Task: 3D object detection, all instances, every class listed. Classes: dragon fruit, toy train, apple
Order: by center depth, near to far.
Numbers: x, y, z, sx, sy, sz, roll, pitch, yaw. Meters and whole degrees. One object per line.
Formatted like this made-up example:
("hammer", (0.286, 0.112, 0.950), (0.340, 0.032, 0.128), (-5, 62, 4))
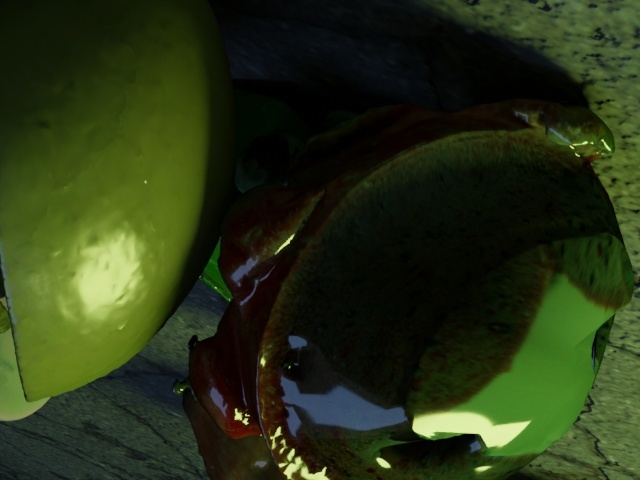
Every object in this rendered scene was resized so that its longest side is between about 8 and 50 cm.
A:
("apple", (-0.186, -0.053, 0.905), (0.292, 0.292, 0.254), (17, 143, 15))
("dragon fruit", (0.066, 0.041, 0.942), (0.295, 0.268, 0.130), (6, -167, -43))
("toy train", (0.000, 0.000, 1.097), (0.188, 0.132, 0.243), (16, 161, 40))

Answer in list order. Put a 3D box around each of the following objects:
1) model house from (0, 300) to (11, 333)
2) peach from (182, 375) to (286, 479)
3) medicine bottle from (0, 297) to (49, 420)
("model house", (-0.333, -0.017, 1.313), (0.189, 0.214, 0.195), (9, 156, 6))
("peach", (-0.009, 0.161, 1.380), (0.233, 0.232, 0.232), (20, 160, 8))
("medicine bottle", (-0.395, 0.089, 1.688), (0.254, 0.152, 0.152), (8, 155, 35))
